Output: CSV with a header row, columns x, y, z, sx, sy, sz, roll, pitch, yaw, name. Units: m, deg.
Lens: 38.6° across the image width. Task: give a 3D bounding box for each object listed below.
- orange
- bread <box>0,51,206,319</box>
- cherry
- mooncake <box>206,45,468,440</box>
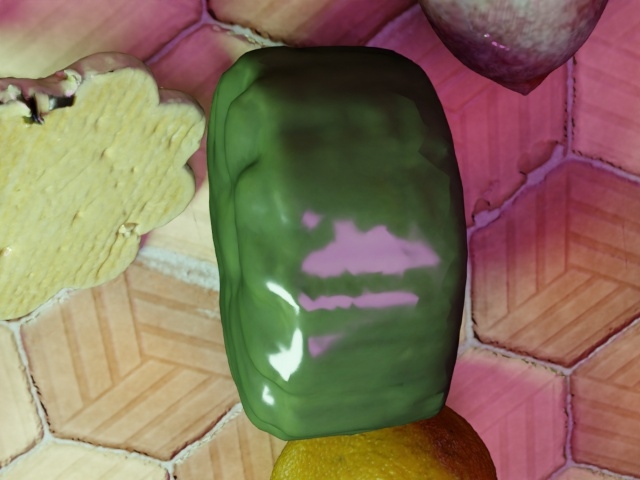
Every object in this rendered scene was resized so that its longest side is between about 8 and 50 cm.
x,y,z,sx,sy,sz,roll,pitch,yaw,name
0.065,0.295,1.024,0.264,0.264,0.264,-4,113,-10,orange
-0.241,-0.046,0.838,0.316,0.054,0.316,-33,154,-19,bread
0.174,-0.244,0.807,0.192,0.175,0.249,-19,121,-17,cherry
0.000,0.000,0.825,0.194,0.356,0.356,-7,114,-7,mooncake
